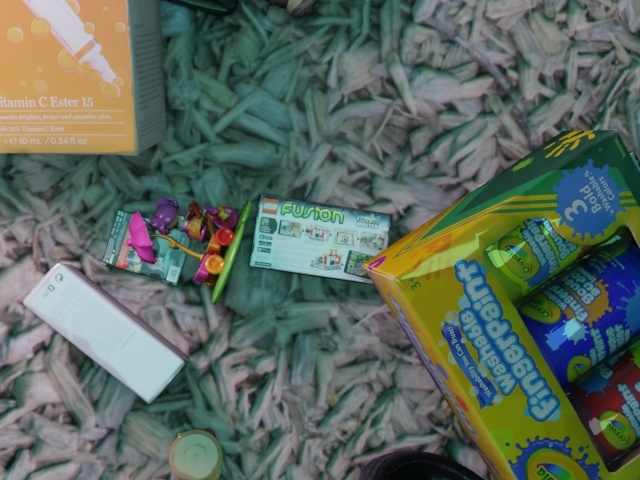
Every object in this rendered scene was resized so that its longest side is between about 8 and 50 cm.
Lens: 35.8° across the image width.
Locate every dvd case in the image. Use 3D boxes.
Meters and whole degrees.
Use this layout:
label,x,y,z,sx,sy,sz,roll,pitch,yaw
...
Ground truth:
label,x,y,z,sx,sy,sz,roll,pitch,yaw
dvd case,-0.263,0.010,1.502,0.120,0.013,0.087,16,86,-4

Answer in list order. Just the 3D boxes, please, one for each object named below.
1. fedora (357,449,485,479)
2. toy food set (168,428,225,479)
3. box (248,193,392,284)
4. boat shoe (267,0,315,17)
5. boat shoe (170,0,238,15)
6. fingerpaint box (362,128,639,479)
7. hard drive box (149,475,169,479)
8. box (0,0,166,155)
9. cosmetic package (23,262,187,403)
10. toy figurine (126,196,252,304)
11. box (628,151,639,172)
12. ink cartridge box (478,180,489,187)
label,x,y,z,sx,sy,sz,roll,pitch,yaw
fedora,0.170,0.468,1.428,0.334,0.334,0.152,25,117,-5
toy food set,-0.187,0.324,1.494,0.083,0.020,0.082,9,87,-5
box,0.000,0.000,1.519,0.207,0.036,0.114,9,87,-6
boat shoe,-0.019,-0.520,1.491,0.130,0.132,0.355,18,85,-5
boat shoe,-0.265,-0.407,1.469,0.303,0.114,0.091,9,81,-5
fingerpaint box,0.337,0.126,1.390,0.371,0.163,0.444,-33,101,-8
hard drive box,-0.163,0.466,1.456,0.232,0.089,0.181,15,86,-6
box,-0.343,-0.300,1.368,0.215,0.168,0.345,0,104,5
cosmetic package,-0.309,0.133,1.442,0.231,0.117,0.085,40,85,-2
toy figurine,-0.200,-0.012,1.455,0.159,0.130,0.173,21,63,-8
box,0.419,-0.012,1.527,0.220,0.051,0.175,-28,92,10
ink cartridge box,0.246,0.004,1.511,0.060,0.104,0.180,-12,89,-5
